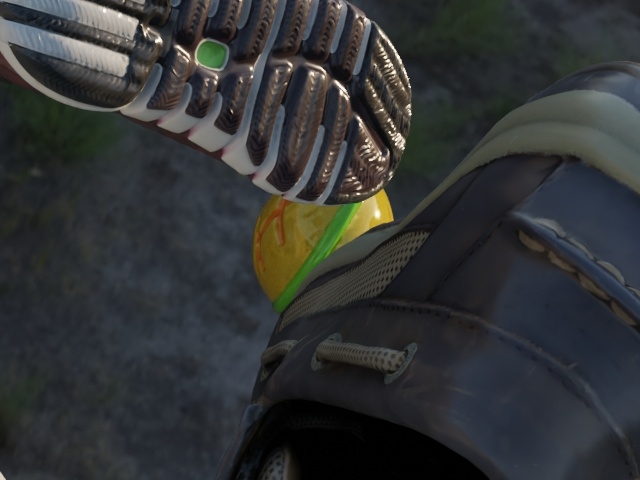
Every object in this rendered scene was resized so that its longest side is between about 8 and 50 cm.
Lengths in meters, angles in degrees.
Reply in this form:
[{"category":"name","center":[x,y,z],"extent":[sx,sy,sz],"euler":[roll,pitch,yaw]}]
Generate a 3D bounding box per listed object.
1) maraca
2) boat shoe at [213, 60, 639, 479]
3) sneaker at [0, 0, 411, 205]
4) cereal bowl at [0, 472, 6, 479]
[{"category":"maraca","center":[0.000,0.000,1.315],"extent":[0.099,0.127,0.186],"euler":[36,-5,-3]},{"category":"boat shoe","center":[0.018,0.069,0.543],"extent":[0.132,0.355,0.130],"euler":[46,64,8]},{"category":"sneaker","center":[-0.086,-0.102,0.920],"extent":[0.162,0.106,0.281],"euler":[17,-3,43]},{"category":"cereal bowl","center":[-0.309,0.149,0.787],"extent":[0.339,0.339,0.141],"euler":[21,54,-4]}]
